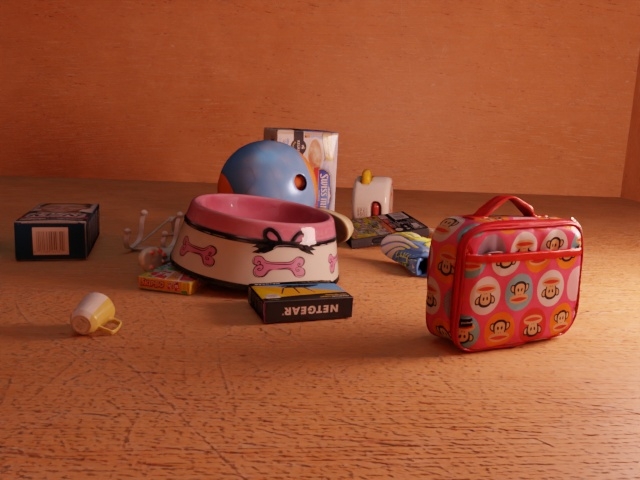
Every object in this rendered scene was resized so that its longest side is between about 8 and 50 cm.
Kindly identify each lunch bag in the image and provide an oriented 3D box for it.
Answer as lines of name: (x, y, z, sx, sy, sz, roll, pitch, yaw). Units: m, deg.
lunch bag: (0.327, 0.049, 1.067, 0.292, 0.259, 0.120, -4, 12, -27)

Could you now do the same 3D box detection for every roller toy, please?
roller toy: (0.183, -0.139, 2.190, 0.146, 0.191, 0.209, 3, -18, 12)

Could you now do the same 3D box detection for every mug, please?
mug: (-0.386, 0.129, 1.032, 0.078, 0.062, 0.064, -3, 18, 7)

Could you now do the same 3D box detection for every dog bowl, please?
dog bowl: (-0.145, -0.008, 1.443, 0.407, 0.151, 0.408, 9, 12, -2)

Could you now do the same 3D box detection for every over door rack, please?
over door rack: (-0.392, -0.036, 1.765, 0.239, 0.108, 0.324, 5, 11, 10)

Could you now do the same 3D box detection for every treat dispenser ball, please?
treat dispenser ball: (-0.151, -0.144, 1.742, 0.287, 0.289, 0.288, 2, 11, 0)

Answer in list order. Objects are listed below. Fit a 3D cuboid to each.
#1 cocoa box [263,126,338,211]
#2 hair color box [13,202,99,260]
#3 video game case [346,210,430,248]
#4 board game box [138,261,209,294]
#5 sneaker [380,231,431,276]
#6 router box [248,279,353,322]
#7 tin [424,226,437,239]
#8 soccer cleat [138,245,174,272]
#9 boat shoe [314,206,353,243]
cocoa box: (-0.080, -0.227, 2.185, 0.227, 0.348, 0.231, 0, 11, -17)
hair color box: (-0.718, -0.032, 1.676, 0.173, 0.105, 0.347, 0, 10, -15)
video game case: (0.192, -0.037, 1.965, 0.248, 0.035, 0.275, -9, 15, -7)
board game box: (-0.301, 0.074, 1.409, 0.124, 0.039, 0.259, 6, 9, 13)
sneaker: (0.241, 0.036, 1.568, 0.240, 0.091, 0.126, 11, 14, 35)
router box: (-0.041, 0.117, 1.195, 0.178, 0.046, 0.133, -1, 12, -20)
tin: (0.324, -0.024, 2.047, 0.189, 0.040, 0.106, 4, 15, 12)
soccer cleat: (-0.399, 0.046, 1.462, 0.076, 0.068, 0.196, -1, 3, 11)
boat shoe: (0.011, -0.055, 1.847, 0.098, 0.109, 0.302, -18, 14, -33)
